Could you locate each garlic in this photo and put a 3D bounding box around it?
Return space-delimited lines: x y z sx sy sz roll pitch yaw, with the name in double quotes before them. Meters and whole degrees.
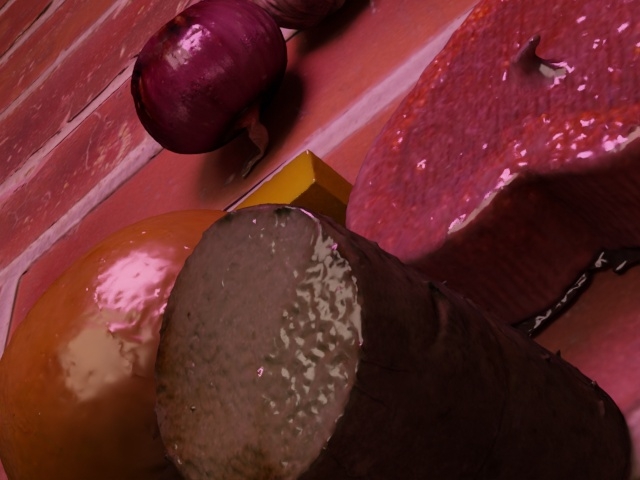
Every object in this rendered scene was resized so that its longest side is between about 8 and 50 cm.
"garlic" -0.010 -0.290 1.256 0.147 0.102 0.159 -56 7 -2

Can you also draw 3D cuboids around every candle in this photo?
"candle" 0.163 -0.102 0.804 0.317 0.131 0.287 -26 37 36

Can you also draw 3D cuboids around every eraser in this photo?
"eraser" 0.000 0.000 0.923 0.097 0.122 0.045 -39 34 23

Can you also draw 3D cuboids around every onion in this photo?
"onion" -0.110 -0.168 1.216 0.153 0.177 0.177 21 71 15

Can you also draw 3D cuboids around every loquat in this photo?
"loquat" -0.089 0.106 0.805 0.263 0.263 0.263 -34 35 29

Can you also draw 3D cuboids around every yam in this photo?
"yam" 0.043 0.100 0.643 0.161 0.268 0.161 -25 51 35
